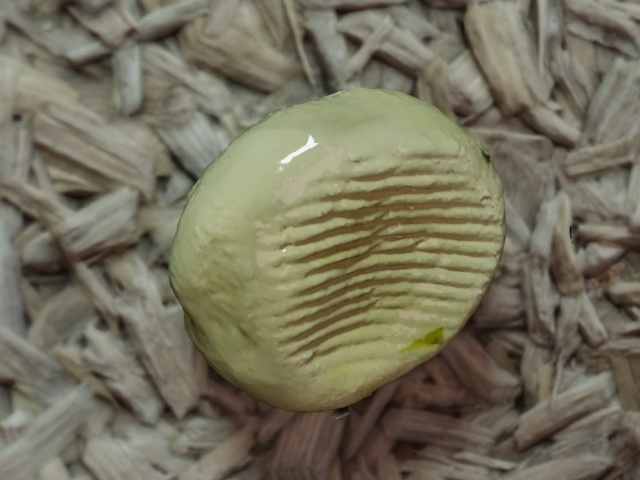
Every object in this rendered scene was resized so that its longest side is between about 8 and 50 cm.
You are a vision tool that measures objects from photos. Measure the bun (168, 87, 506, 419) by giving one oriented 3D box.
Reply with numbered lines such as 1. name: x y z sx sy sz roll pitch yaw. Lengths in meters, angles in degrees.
1. bun: 0.000 0.000 0.770 0.259 0.160 0.259 -15 122 -25
